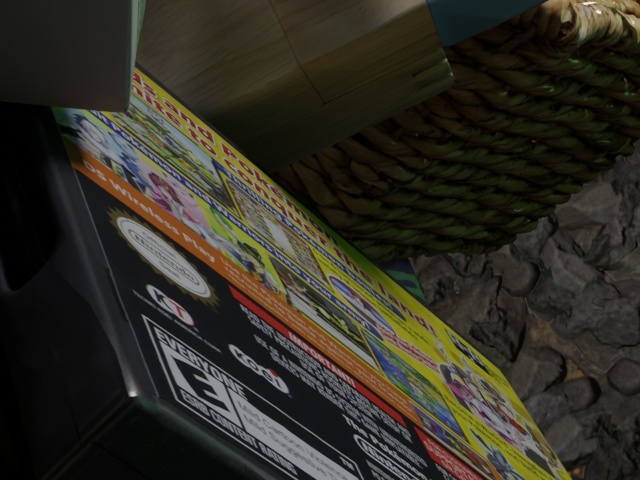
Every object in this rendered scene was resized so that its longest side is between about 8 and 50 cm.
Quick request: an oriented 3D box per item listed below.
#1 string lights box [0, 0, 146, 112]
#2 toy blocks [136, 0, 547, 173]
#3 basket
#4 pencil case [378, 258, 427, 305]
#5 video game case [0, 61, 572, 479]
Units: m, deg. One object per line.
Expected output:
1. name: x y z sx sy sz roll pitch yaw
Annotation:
1. string lights box: -0.071 -0.172 0.480 0.133 0.077 0.259 99 -3 -47
2. toy blocks: -0.023 -0.189 0.681 0.191 0.261 0.381 48 17 -74
3. basket: 0.067 -0.129 0.992 0.299 0.223 0.213 -4 61 -57
4. pencil case: 0.000 0.000 1.074 0.088 0.086 0.206 6 50 -44
5. video game case: 0.006 0.050 0.518 0.275 0.035 0.248 39 12 -33
